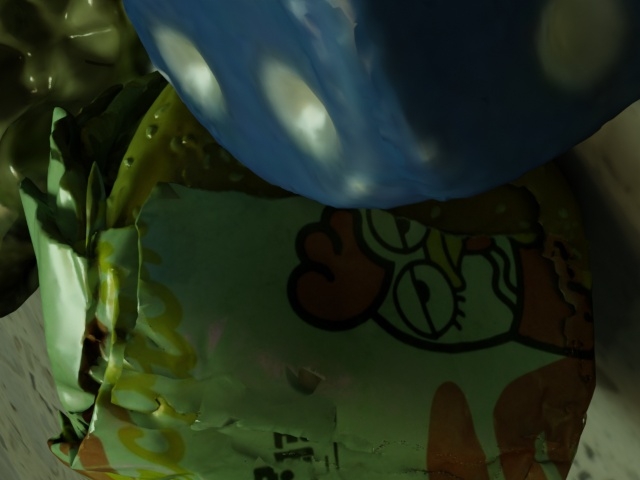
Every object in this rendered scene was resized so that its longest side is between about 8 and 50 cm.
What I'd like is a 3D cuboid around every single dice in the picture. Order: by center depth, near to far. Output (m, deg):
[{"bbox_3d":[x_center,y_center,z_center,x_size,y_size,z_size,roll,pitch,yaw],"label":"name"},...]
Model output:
[{"bbox_3d":[0.022,-0.100,0.572,0.146,0.143,0.146,24,139,51],"label":"dice"}]

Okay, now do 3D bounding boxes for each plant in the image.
[{"bbox_3d":[-0.140,-0.102,0.890,0.180,0.251,0.333,50,-172,-12],"label":"plant"}]

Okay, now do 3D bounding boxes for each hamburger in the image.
[{"bbox_3d":[0.000,-0.002,0.701,0.214,0.235,0.125,30,152,-27],"label":"hamburger"}]
